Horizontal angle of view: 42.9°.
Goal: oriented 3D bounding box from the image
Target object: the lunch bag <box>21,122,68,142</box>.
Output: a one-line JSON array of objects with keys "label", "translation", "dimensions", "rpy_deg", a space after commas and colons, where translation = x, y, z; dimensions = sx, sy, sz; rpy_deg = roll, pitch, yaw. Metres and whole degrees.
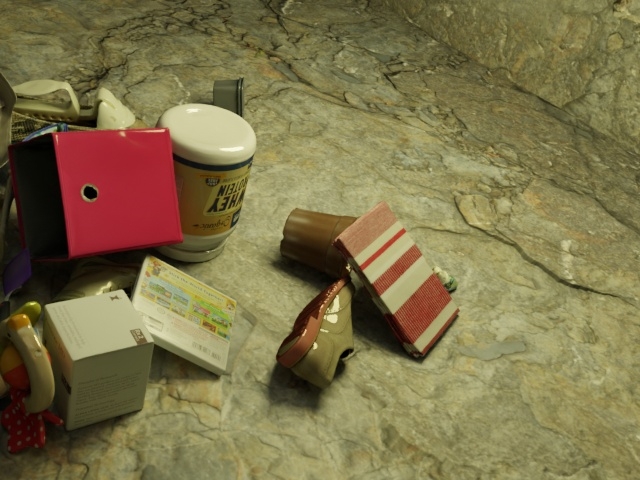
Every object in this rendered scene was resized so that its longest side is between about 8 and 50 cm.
[{"label": "lunch bag", "translation": [-0.665, -0.204, 2.002], "dimensions": [0.096, 0.128, 0.151], "rpy_deg": [18, 33, 0]}]

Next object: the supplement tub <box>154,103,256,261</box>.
[{"label": "supplement tub", "translation": [-0.286, -0.130, 1.884], "dimensions": [0.228, 0.316, 0.228], "rpy_deg": [12, 35, -8]}]

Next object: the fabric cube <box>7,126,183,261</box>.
[{"label": "fabric cube", "translation": [-0.476, -0.097, 1.727], "dimensions": [0.258, 0.254, 0.259], "rpy_deg": [-9, 5, -39]}]

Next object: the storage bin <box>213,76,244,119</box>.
[{"label": "storage bin", "translation": [-0.277, -0.429, 2.472], "dimensions": [0.091, 0.135, 0.098], "rpy_deg": [3, 36, -3]}]

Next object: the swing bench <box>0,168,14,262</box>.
[{"label": "swing bench", "translation": [-0.780, -0.036, 1.702], "dimensions": [0.255, 0.165, 0.253], "rpy_deg": [9, 35, -19]}]

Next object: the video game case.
[{"label": "video game case", "translation": [-0.283, 0.150, 1.673], "dimensions": [0.227, 0.026, 0.206], "rpy_deg": [30, 34, -21]}]

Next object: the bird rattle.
[{"label": "bird rattle", "translation": [-0.507, 0.224, 1.364], "dimensions": [0.143, 0.207, 0.253], "rpy_deg": [-10, 76, -36]}]

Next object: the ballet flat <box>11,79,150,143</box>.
[{"label": "ballet flat", "translation": [-0.646, -0.324, 2.128], "dimensions": [0.483, 0.182, 0.164], "rpy_deg": [6, 35, -15]}]

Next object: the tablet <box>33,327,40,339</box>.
[{"label": "tablet", "translation": [-0.591, 0.194, 1.589], "dimensions": [0.083, 0.006, 0.054], "rpy_deg": [-4, 39, -27]}]

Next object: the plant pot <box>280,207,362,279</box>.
[{"label": "plant pot", "translation": [0.000, 0.000, 1.968], "dimensions": [0.165, 0.167, 0.167], "rpy_deg": [17, 34, 13]}]

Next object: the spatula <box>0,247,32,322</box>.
[{"label": "spatula", "translation": [-0.614, 0.118, 1.609], "dimensions": [0.030, 0.084, 0.296], "rpy_deg": [45, 14, -29]}]

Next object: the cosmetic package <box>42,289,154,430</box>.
[{"label": "cosmetic package", "translation": [-0.408, 0.214, 1.479], "dimensions": [0.152, 0.183, 0.151], "rpy_deg": [-12, 43, -34]}]

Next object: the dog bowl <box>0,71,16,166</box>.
[{"label": "dog bowl", "translation": [-0.888, -0.287, 1.907], "dimensions": [0.349, 0.102, 0.348], "rpy_deg": [14, 67, -36]}]

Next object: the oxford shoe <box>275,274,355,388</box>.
[{"label": "oxford shoe", "translation": [0.017, 0.197, 1.765], "dimensions": [0.130, 0.123, 0.348], "rpy_deg": [44, 35, -6]}]

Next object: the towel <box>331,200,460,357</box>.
[{"label": "towel", "translation": [0.181, 0.085, 1.888], "dimensions": [0.329, 0.037, 0.237], "rpy_deg": [55, 41, -2]}]

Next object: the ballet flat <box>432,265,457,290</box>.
[{"label": "ballet flat", "translation": [0.267, 0.094, 2.017], "dimensions": [0.189, 0.070, 0.070], "rpy_deg": [-5, 40, -27]}]

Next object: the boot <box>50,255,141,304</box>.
[{"label": "boot", "translation": [-0.434, 0.113, 1.703], "dimensions": [0.213, 0.077, 0.165], "rpy_deg": [12, 34, 3]}]

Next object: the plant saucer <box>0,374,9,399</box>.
[{"label": "plant saucer", "translation": [-0.639, 0.240, 1.481], "dimensions": [0.199, 0.036, 0.198], "rpy_deg": [10, 36, -7]}]
